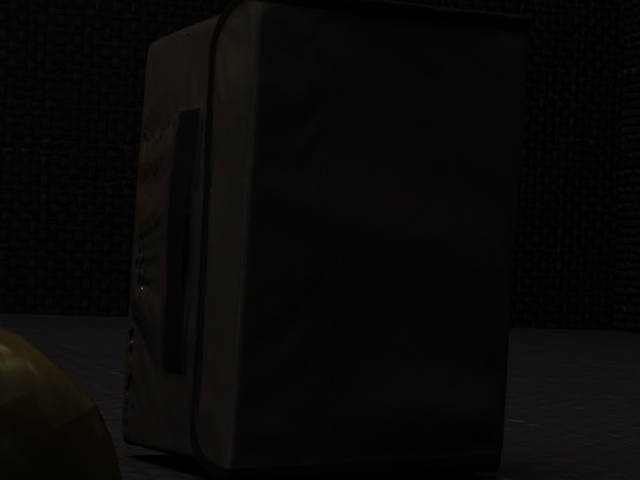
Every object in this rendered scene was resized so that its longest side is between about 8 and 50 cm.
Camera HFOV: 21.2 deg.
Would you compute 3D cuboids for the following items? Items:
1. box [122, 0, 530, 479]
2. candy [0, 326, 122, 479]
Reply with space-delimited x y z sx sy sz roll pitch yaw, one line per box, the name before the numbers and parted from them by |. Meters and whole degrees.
box | 0.000 0.000 0.961 0.188 0.252 0.153 2 -1 -31
candy | -0.143 0.066 0.398 0.104 0.102 0.234 2 0 26
